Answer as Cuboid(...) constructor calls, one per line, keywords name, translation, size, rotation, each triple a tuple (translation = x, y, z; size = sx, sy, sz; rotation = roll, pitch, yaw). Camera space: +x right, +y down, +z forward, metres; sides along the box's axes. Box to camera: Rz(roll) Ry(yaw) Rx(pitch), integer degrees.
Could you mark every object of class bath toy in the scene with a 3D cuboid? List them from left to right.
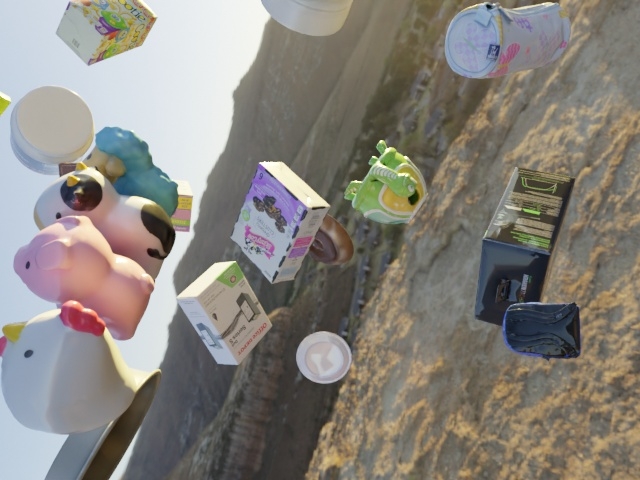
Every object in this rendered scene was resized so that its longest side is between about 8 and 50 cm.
Cuboid(name="bath toy", translation=(-0.230, 0.018, 0.548), size=(0.348, 0.151, 0.129), rotation=(-98, 24, -51))

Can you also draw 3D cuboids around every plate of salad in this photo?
Cuboid(name="plate of salad", translation=(0.013, 0.419, 1.947), size=(0.048, 0.199, 0.200), rotation=(-72, 0, -77))

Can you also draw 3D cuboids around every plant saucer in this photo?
Cuboid(name="plant saucer", translation=(0.000, 0.000, 1.509), size=(0.036, 0.198, 0.199), rotation=(-49, -8, -35))

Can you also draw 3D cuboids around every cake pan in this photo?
Cuboid(name="cake pan", translation=(-0.370, 0.342, 0.915), size=(0.293, 0.054, 0.293), rotation=(-63, -1, -1))

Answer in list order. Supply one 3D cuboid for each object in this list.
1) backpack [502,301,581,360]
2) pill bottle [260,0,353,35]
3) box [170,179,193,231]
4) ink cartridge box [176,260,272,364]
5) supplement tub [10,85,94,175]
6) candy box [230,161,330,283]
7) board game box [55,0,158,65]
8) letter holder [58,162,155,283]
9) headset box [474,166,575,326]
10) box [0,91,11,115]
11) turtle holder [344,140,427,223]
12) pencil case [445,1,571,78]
Cuboid(name="backpack", translation=(0.379, 0.159, 0.941), size=(0.101, 0.120, 0.098), rotation=(49, -137, -70))
Cuboid(name="pill bottle", translation=(0.022, -0.546, 0.900), size=(0.361, 0.204, 0.204), rotation=(120, 164, -51))
Cuboid(name="box", translation=(-0.518, -0.119, 1.694), size=(0.243, 0.213, 0.117), rotation=(-138, 54, -66))
Cuboid(name="ink cartridge box", translation=(-0.304, 0.235, 1.751), size=(0.114, 0.273, 0.198), rotation=(-8, 28, 41))
Cuboid(name="supplement tub", translation=(-0.699, -0.281, 1.409), size=(0.272, 0.191, 0.191), rotation=(-7, 66, 60))
Cuboid(name="candy box", translation=(-0.090, -0.037, 1.133), size=(0.165, 0.070, 0.196), rotation=(43, 122, 30))
Cuboid(name="board game box", translation=(-0.694, -0.707, 1.777), size=(0.142, 0.144, 0.275), rotation=(-38, 10, 38))
Cuboid(name="letter holder", translation=(-0.474, -0.033, 1.288), size=(0.152, 0.214, 0.302), rotation=(-77, -13, -83))
Cuboid(name="headset box", translation=(0.438, 0.027, 1.171), size=(0.283, 0.131, 0.246), rotation=(-54, -32, -38))
Cuboid(name="box", translation=(-0.948, -0.345, 1.475), size=(0.178, 0.109, 0.042), rotation=(-50, 47, 6))
Cuboid(name="turtle holder", translation=(0.234, -0.181, 1.754), size=(0.243, 0.227, 0.320), rotation=(-53, -4, -31))
Cuboid(name="pencil case", translation=(0.346, -0.370, 0.988), size=(0.113, 0.273, 0.124), rotation=(32, 128, 38))
